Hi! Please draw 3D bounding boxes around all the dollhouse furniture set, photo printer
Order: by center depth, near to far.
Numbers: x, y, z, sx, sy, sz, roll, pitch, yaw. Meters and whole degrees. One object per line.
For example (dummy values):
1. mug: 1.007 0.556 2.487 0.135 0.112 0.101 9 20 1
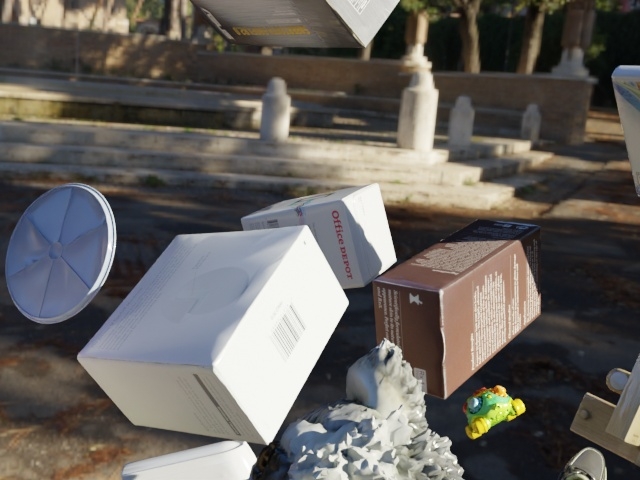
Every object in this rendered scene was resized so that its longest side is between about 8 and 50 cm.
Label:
1. dollhouse furniture set: 0.369 0.193 0.944 0.123 0.144 0.151 23 -1 45
2. photo printer: -0.271 0.596 1.701 0.308 0.255 0.107 -14 1 3

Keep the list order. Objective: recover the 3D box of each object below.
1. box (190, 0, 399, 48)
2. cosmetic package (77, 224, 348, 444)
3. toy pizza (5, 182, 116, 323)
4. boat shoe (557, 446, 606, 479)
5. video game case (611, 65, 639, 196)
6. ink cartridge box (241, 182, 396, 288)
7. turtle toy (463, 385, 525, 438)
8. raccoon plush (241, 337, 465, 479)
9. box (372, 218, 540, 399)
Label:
1. box: 0.024 -0.250 0.565 0.056 0.231 0.183 42 -13 -37
2. cosmetic package: -0.124 0.108 0.911 0.225 0.138 0.224 -2 40 35
3. toy pizza: -0.359 0.018 1.050 0.201 0.201 0.032 11 -9 30
4. boat shoe: 0.448 0.434 1.300 0.080 0.073 0.223 27 43 25
5. video game case: 0.686 -0.167 1.284 0.329 0.300 0.036 14 56 43
6. ink cartridge box: 0.000 0.000 1.725 0.270 0.198 0.197 -9 10 30
7. turtle toy: 0.279 0.285 1.264 0.095 0.066 0.130 -23 -19 -12
8. raccoon plush: 0.118 0.249 0.382 0.447 0.216 0.299 28 33 4
9. box: 0.255 0.105 1.335 0.143 0.191 0.381 8 21 36
